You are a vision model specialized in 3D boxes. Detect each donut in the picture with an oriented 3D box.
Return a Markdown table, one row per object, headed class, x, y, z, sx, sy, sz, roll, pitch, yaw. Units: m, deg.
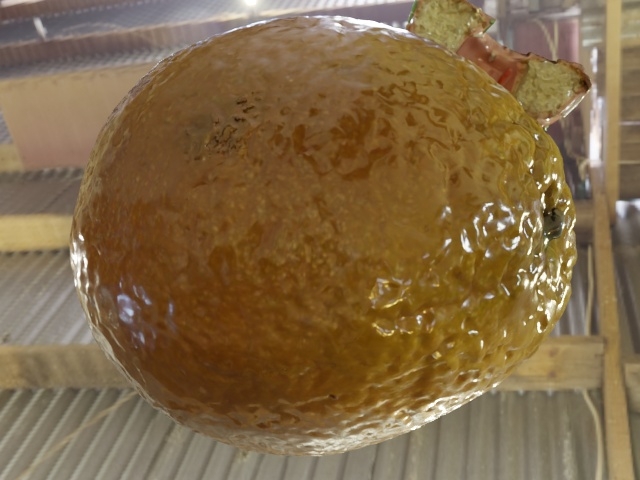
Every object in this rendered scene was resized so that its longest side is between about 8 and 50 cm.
| class | x | y | z | sx | sy | sz | roll | pitch | yaw |
| --- | --- | --- | --- | --- | --- | --- | --- | --- | --- |
| donut | 0.145 | -0.147 | 0.682 | 0.166 | 0.117 | 0.065 | 33 | -95 | 7 |

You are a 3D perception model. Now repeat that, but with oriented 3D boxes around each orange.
| class | x | y | z | sx | sy | sz | roll | pitch | yaw |
| --- | --- | --- | --- | --- | --- | --- | --- | --- | --- |
| orange | 0.000 | 0.000 | 0.575 | 0.357 | 0.322 | 0.322 | -4 | -150 | 24 |
